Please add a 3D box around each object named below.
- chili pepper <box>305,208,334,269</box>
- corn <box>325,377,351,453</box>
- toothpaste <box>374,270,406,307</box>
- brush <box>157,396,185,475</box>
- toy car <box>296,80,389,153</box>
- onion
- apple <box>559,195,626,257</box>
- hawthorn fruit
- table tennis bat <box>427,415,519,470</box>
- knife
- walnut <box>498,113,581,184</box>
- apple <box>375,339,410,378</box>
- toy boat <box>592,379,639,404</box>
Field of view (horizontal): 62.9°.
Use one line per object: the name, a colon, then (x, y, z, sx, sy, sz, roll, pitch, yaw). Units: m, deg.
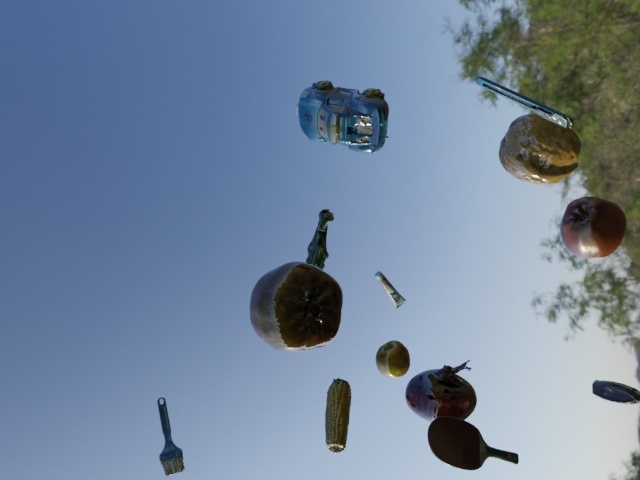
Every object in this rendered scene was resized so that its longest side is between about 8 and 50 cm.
chili pepper: (0.000, 0.000, 2.091, 0.099, 0.084, 0.253, -131, 51, -70)
corn: (0.070, 0.710, 2.144, 0.317, 0.115, 0.115, -79, -31, -48)
toothpaste: (0.308, 0.218, 2.317, 0.205, 0.056, 0.036, 51, -171, -24)
brush: (-0.334, 0.425, 1.143, 0.014, 0.051, 0.164, 68, -174, -75)
toy car: (0.059, -0.368, 1.608, 0.166, 0.314, 0.198, -54, -27, -50)
onion: (0.458, 0.559, 1.964, 0.273, 0.273, 0.285, -8, -69, -61)
apple: (0.984, -0.046, 1.904, 0.234, 0.234, 0.233, 16, -109, -59)
hawthorn fruit: (-0.080, 0.199, 1.545, 0.268, 0.301, 0.267, 1, -92, -27)
table tennis bat: (0.441, 0.598, 1.517, 0.154, 0.274, 0.021, -75, 2, -46)
knife: (0.558, -0.377, 1.432, 0.026, 0.297, 0.044, -62, -7, -7)
walnut: (0.725, -0.294, 1.728, 0.224, 0.257, 0.257, 102, -173, -50)
apple: (0.220, 0.356, 1.577, 0.114, 0.099, 0.102, -46, -56, -32)
toy boat: (0.856, 0.435, 1.500, 0.066, 0.140, 0.059, -5, -86, -38)
